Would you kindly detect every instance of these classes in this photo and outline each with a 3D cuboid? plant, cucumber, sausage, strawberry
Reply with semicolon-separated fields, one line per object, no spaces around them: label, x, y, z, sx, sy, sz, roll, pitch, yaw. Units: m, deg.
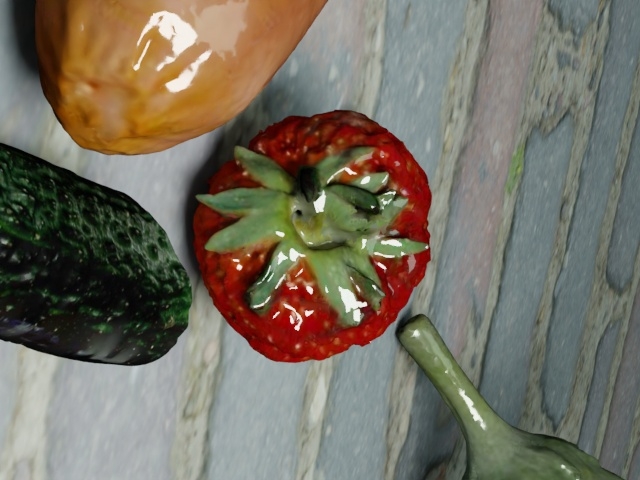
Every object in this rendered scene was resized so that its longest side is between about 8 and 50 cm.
plant;0.152;0.209;1.350;0.306;0.297;0.261;-34;158;-1
cucumber;-0.121;0.002;0.697;0.241;0.074;0.074;27;78;-68
sausage;-0.035;-0.140;0.778;0.113;0.114;0.259;79;31;-49
strawberry;-0.003;-0.006;0.955;0.148;0.131;0.131;-123;-136;-77
